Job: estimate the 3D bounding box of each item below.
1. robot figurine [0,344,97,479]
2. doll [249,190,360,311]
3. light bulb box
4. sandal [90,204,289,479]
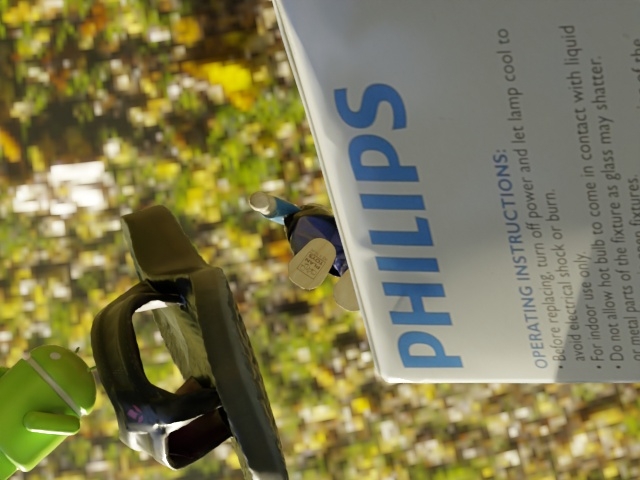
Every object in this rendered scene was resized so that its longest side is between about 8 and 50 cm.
[{"bbox_3d":[-0.217,0.126,1.336,0.115,0.101,0.067,-43,123,-10],"label":"robot figurine"},{"bbox_3d":[0.000,0.000,1.387,0.129,0.189,0.046,28,99,-9],"label":"doll"},{"bbox_3d":[0.209,-0.129,0.811,0.361,0.358,0.225,-1,129,18],"label":"light bulb box"},{"bbox_3d":[-0.110,0.091,1.298,0.107,0.446,0.167,-20,105,-9],"label":"sandal"}]
